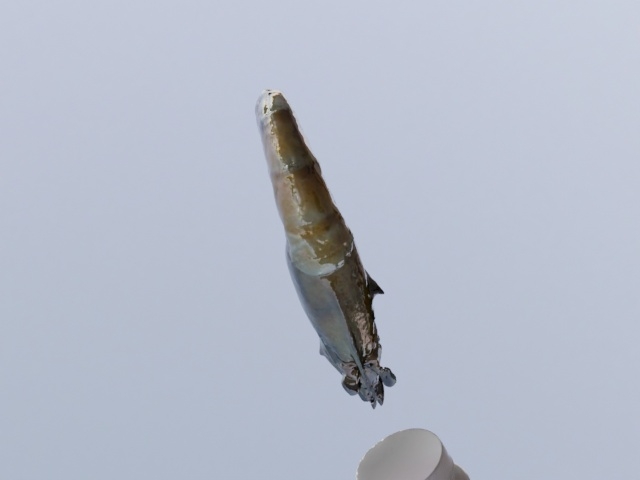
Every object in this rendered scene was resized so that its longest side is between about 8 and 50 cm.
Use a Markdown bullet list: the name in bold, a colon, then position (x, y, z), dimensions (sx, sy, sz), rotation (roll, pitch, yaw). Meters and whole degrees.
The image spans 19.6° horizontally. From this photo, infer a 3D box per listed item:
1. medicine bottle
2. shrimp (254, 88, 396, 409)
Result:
- **medicine bottle**: position (0.110, 0.272, 1.739), dimensions (0.187, 0.102, 0.103), rotation (60, -155, -32)
- **shrimp**: position (0.000, 0.000, 1.157), dimensions (0.051, 0.217, 0.150), rotation (-19, -152, -2)
